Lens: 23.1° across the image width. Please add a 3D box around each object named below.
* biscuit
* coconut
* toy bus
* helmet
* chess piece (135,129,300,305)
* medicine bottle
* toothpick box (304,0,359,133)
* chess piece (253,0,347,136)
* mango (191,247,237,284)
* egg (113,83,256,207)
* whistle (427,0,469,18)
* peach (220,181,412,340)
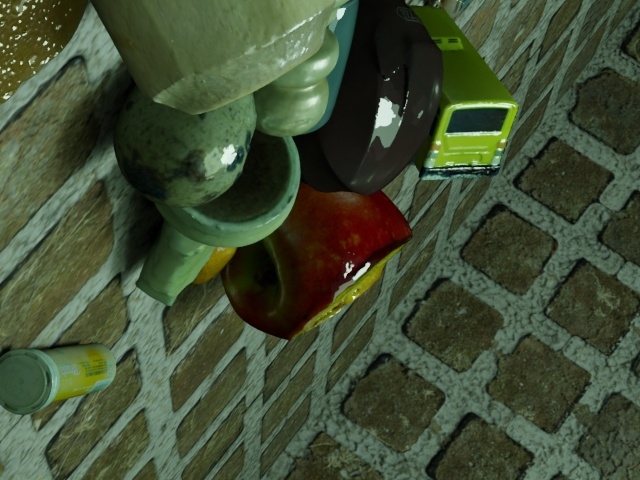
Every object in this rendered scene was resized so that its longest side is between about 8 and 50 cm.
[{"bbox_3d":[-0.250,-0.188,1.211,0.170,0.050,0.170,-48,157,-28],"label":"biscuit"},{"bbox_3d":[-0.101,-0.229,1.328,0.202,0.222,0.202,-23,-166,6],"label":"coconut"},{"bbox_3d":[0.153,-0.210,2.134,0.128,0.262,0.150,-4,131,-25],"label":"toy bus"},{"bbox_3d":[0.058,-0.185,1.963,0.225,0.177,0.305,-5,132,-56],"label":"helmet"},{"bbox_3d":[-0.135,-0.038,1.829,0.176,0.176,0.298,-49,179,-26],"label":"chess piece"},{"bbox_3d":[-0.304,0.156,1.815,0.074,0.074,0.218,-57,169,7],"label":"medicine bottle"},{"bbox_3d":[-0.023,-0.223,1.780,0.120,0.120,0.184,-42,159,-47],"label":"toothpick box"},{"bbox_3d":[-0.030,-0.217,1.638,0.133,0.133,0.243,-42,149,-46],"label":"chess piece"},{"bbox_3d":[-0.148,0.016,2.048,0.079,0.057,0.114,-22,152,-42],"label":"mango"},{"bbox_3d":[-0.134,-0.116,1.598,0.141,0.141,0.181,107,6,-52],"label":"egg"},{"bbox_3d":[0.229,-0.407,2.376,0.220,0.057,0.107,-49,165,-36],"label":"whistle"},{"bbox_3d":[0.000,0.000,2.147,0.249,0.245,0.275,-11,-176,39],"label":"peach"}]
